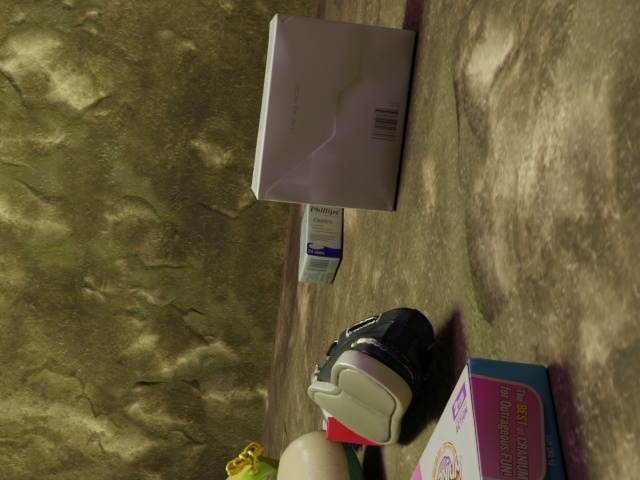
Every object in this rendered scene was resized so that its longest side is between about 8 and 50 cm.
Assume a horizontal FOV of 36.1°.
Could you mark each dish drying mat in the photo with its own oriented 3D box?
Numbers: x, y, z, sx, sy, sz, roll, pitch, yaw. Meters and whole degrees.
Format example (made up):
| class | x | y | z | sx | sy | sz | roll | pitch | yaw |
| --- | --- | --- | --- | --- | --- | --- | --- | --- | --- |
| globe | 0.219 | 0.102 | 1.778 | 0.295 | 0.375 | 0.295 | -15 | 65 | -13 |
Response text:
| class | x | y | z | sx | sy | sz | roll | pitch | yaw |
| --- | --- | --- | --- | --- | --- | --- | --- | --- | --- |
| dish drying mat | 0.048 | 0.259 | 1.332 | 0.008 | 0.083 | 0.032 | 20 | -107 | -67 |

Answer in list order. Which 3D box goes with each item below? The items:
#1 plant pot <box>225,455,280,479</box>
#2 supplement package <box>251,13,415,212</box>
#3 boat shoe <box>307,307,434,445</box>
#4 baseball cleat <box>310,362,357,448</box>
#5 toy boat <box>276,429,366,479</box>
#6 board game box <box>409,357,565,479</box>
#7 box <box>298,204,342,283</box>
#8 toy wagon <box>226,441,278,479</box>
| class | x | y | z | sx | sy | sz | roll | pitch | yaw |
| --- | --- | --- | --- | --- | --- | --- | --- | --- | --- |
| plant pot | -0.088 | 0.516 | 1.783 | 0.212 | 0.212 | 0.187 | -98 | 27 | -63 |
| supplement package | 0.015 | -0.186 | 1.452 | 0.145 | 0.204 | 0.262 | -128 | 45 | -79 |
| boat shoe | 0.065 | 0.154 | 1.161 | 0.113 | 0.127 | 0.340 | -56 | -11 | -19 |
| baseball cleat | 0.021 | 0.272 | 1.575 | 0.206 | 0.072 | 0.109 | -96 | 7 | -76 |
| toy boat | 0.003 | 0.426 | 1.394 | 0.267 | 0.148 | 0.318 | -101 | 25 | -51 |
| board game box | 0.123 | 0.286 | 0.731 | 0.242 | 0.064 | 0.317 | 104 | 170 | -49 |
| box | 0.000 | 0.000 | 1.968 | 0.126 | 0.072 | 0.137 | 108 | 165 | -61 |
| toy wagon | -0.085 | 0.465 | 1.530 | 0.267 | 0.068 | 0.344 | -36 | -45 | -38 |
